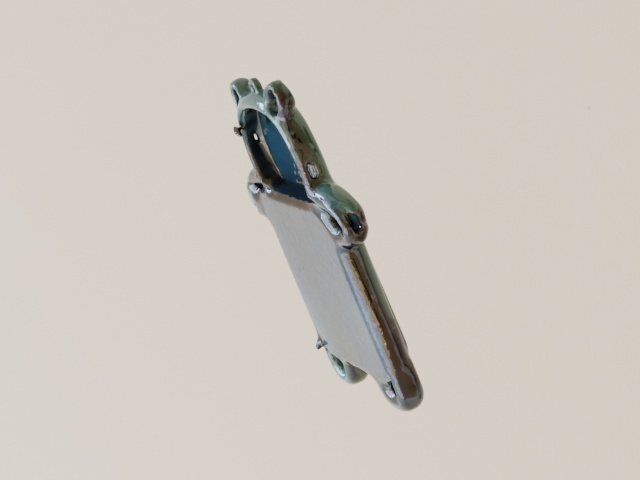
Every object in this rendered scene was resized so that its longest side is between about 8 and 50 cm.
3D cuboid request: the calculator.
[{"bbox_3d":[0.000,0.000,0.747,0.019,0.094,0.141,-29,-70,-18],"label":"calculator"}]
